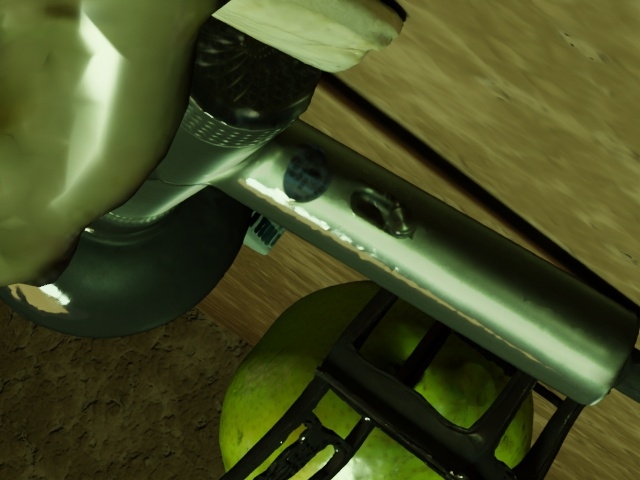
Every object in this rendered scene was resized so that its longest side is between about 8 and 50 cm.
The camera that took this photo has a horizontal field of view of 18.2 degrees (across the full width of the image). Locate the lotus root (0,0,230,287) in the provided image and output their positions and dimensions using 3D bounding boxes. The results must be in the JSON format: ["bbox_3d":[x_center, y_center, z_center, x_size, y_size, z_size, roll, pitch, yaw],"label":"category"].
[{"bbox_3d":[-0.193,-0.095,0.429,0.316,0.316,0.250,41,-172,-41],"label":"lotus root"}]

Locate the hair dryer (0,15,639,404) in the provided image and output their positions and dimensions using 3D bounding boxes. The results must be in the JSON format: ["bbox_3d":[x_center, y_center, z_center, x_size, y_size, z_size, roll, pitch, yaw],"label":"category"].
[{"bbox_3d":[-0.014,0.014,0.888,0.284,0.156,0.320,48,162,-15],"label":"hair dryer"}]

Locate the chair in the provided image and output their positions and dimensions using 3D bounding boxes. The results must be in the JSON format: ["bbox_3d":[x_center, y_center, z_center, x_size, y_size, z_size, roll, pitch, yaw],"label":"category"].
[{"bbox_3d":[0.032,0.116,1.012,0.113,0.229,0.106,36,175,28],"label":"chair"}]

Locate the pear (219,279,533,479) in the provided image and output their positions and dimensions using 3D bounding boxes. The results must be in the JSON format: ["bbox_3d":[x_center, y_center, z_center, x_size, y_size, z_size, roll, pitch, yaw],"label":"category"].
[{"bbox_3d":[0.035,0.109,1.189,0.187,0.187,0.219,37,160,-9],"label":"pear"}]

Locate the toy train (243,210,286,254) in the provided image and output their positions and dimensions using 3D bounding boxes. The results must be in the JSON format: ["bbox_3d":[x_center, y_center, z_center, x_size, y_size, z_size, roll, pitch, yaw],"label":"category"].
[{"bbox_3d":[-0.054,-0.030,1.217,0.043,0.047,0.207,36,176,11],"label":"toy train"}]

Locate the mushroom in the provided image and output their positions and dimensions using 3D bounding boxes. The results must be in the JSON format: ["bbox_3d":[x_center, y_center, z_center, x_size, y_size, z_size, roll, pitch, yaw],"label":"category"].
[{"bbox_3d":[-0.050,-0.105,0.623,0.202,0.054,0.059,35,174,-34],"label":"mushroom"}]
